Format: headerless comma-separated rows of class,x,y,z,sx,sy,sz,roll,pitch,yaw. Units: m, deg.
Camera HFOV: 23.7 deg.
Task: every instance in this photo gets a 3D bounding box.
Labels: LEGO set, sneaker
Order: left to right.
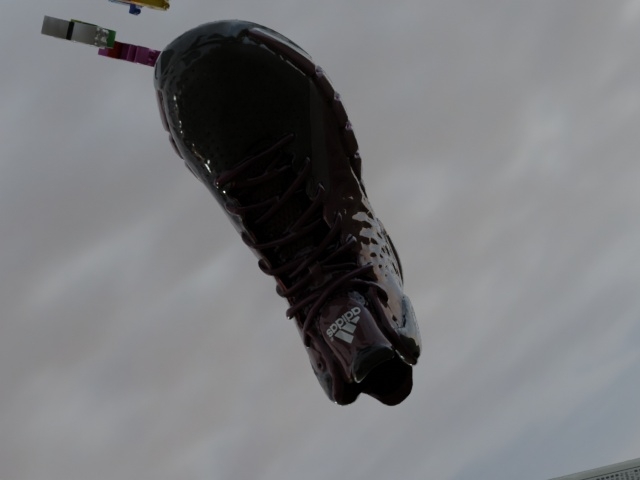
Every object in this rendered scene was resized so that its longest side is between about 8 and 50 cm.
LEGO set,-0.199,-0.231,1.577,0.227,0.093,0.087,-9,-68,-80
sneaker,0.000,0.000,0.945,0.106,0.162,0.281,-29,-50,7

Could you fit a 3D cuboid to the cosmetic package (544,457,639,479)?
cosmetic package,0.310,0.299,1.434,0.296,0.153,0.129,-14,-55,9
